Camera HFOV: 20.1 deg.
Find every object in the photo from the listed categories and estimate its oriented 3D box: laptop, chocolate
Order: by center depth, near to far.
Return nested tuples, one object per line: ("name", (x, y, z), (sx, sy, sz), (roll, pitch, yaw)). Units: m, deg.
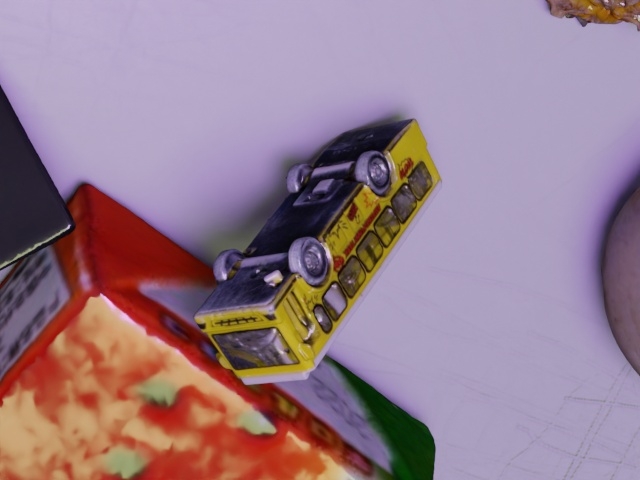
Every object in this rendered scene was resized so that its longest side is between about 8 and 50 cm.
("laptop", (-0.268, -0.061, 1.221), (0.135, 0.016, 0.197), (-28, 88, -1))
("chocolate", (-0.140, 0.206, 1.292), (0.341, 0.161, 0.360), (37, 98, -17))

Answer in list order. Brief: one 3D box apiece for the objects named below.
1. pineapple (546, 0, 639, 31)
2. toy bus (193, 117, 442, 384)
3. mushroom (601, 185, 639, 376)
("pineapple", (0.219, -0.244, 1.265), (0.225, 0.076, 0.224), (-4, 111, -11))
("toy bus", (0.000, 0.000, 1.230), (0.081, 0.226, 0.074), (-8, 121, 36))
("mushroom", (0.320, 0.028, 1.330), (0.227, 0.178, 0.226), (12, 123, 19))
